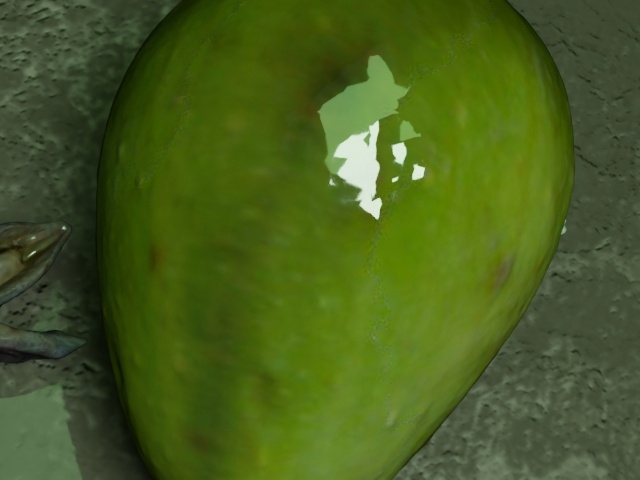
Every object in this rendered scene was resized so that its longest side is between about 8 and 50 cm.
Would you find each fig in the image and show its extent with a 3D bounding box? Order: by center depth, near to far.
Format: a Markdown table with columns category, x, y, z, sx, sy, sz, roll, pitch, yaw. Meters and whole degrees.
| category | x | y | z | sx | sy | sz | roll | pitch | yaw |
| --- | --- | --- | --- | --- | --- | --- | --- | --- | --- |
| fig | 0.000 | 0.000 | 0.852 | 0.258 | 0.258 | 0.326 | 17 | 79 | -7 |

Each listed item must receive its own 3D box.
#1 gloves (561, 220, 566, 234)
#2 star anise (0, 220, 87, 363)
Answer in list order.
| category | x | y | z | sx | sy | sz | roll | pitch | yaw |
| --- | --- | --- | --- | --- | --- | --- | --- | --- | --- |
| gloves | 0.126 | -0.031 | 1.006 | 0.081 | 0.037 | 0.044 | 42 | 101 | -12 |
| star anise | -0.241 | 0.043 | 0.866 | 0.197 | 0.073 | 0.212 | 36 | 62 | -2 |
